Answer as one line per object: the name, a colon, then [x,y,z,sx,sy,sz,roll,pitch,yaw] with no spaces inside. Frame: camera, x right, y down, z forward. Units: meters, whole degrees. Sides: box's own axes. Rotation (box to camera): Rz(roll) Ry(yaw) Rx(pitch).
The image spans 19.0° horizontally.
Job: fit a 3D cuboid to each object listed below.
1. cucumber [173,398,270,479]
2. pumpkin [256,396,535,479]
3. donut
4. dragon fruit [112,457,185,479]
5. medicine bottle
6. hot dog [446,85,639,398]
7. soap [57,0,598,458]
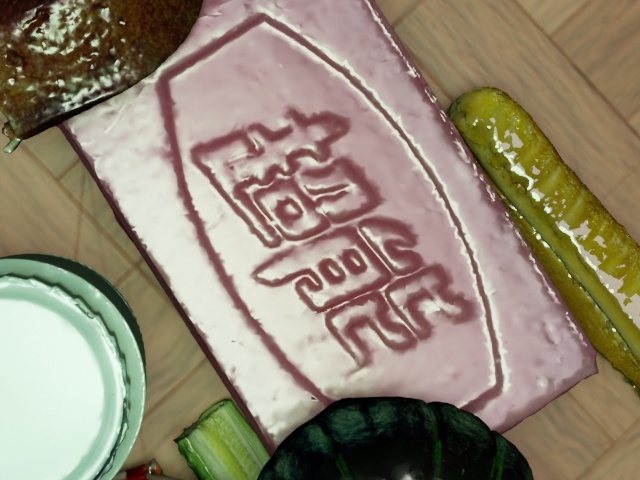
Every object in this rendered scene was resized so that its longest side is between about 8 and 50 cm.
cucumber: [-0.061,0.172,1.351,0.035,0.067,0.107,-29,98,33]
pumpkin: [0.048,0.194,1.188,0.202,0.140,0.202,-1,98,-8]
donut: [-0.155,-0.173,1.247,0.141,0.217,0.085,-21,126,13]
dragon fruit: [-0.174,0.255,1.317,0.274,0.161,0.126,-31,122,-12]
medicine bottle: [-0.188,0.087,1.206,0.158,0.318,0.158,0,90,-5]
hot dog: [0.190,0.009,1.358,0.068,0.083,0.289,-38,94,-22]
soap: [0.000,0.000,1.317,0.233,0.128,0.359,-33,93,-5]
